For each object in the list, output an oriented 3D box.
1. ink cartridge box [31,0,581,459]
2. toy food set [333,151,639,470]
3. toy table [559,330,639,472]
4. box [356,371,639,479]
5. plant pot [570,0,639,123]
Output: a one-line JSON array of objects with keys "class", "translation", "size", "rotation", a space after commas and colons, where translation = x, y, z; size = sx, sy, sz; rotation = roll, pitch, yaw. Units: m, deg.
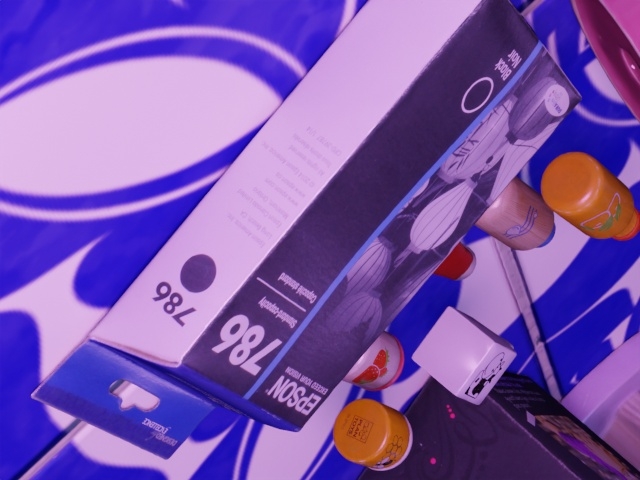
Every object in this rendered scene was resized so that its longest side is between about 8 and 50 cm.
[{"class": "ink cartridge box", "translation": [0.000, 0.000, 1.049], "size": [0.332, 0.065, 0.165], "rotation": [-49, 150, 3]}, {"class": "toy food set", "translation": [0.092, 0.039, 1.157], "size": [0.232, 0.111, 0.104], "rotation": [-55, 149, 5]}, {"class": "toy table", "translation": [0.292, 0.187, 1.537], "size": [0.274, 0.161, 0.252], "rotation": [-43, 149, -7]}, {"class": "box", "translation": [0.163, 0.230, 1.307], "size": [0.165, 0.270, 0.143], "rotation": [-56, 149, 11]}, {"class": "plant pot", "translation": [0.255, -0.148, 1.099], "size": [0.180, 0.201, 0.201], "rotation": [-31, 148, 0]}]
